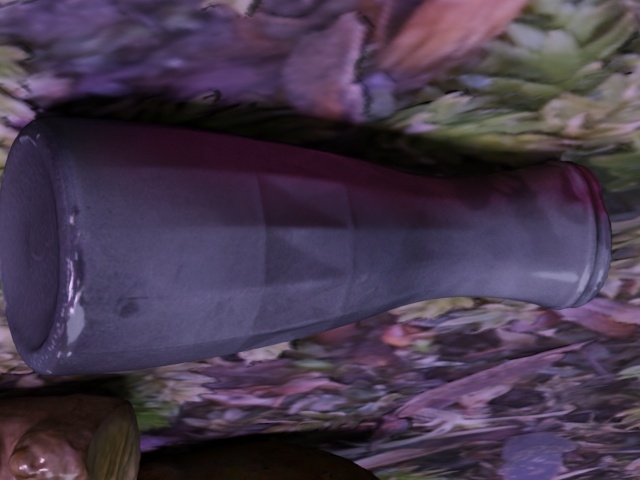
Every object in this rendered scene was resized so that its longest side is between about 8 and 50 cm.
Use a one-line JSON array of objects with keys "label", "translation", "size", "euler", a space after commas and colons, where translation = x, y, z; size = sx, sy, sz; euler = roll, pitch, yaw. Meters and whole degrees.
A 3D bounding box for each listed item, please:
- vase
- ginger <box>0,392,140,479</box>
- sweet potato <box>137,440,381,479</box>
[{"label": "vase", "translation": [0.000, 0.000, 0.649], "size": [0.214, 0.086, 0.086], "euler": [-1, 158, -25]}, {"label": "ginger", "translation": [-0.193, 0.117, 0.898], "size": [0.213, 0.074, 0.137], "euler": [-6, 159, 16]}, {"label": "sweet potato", "translation": [-0.143, 0.196, 1.017], "size": [0.422, 0.130, 0.130], "euler": [-13, 158, 4]}]
